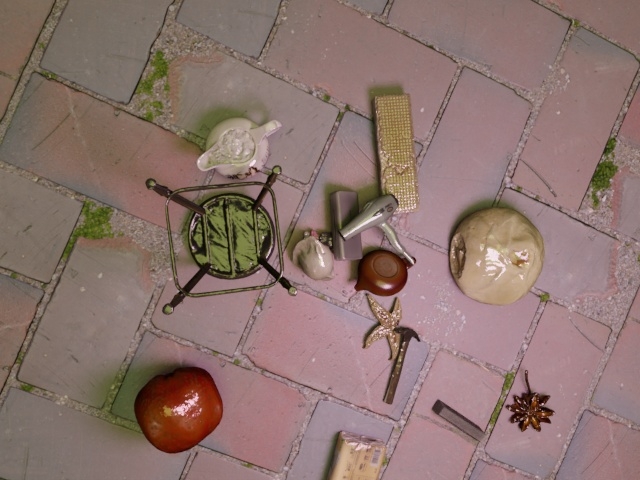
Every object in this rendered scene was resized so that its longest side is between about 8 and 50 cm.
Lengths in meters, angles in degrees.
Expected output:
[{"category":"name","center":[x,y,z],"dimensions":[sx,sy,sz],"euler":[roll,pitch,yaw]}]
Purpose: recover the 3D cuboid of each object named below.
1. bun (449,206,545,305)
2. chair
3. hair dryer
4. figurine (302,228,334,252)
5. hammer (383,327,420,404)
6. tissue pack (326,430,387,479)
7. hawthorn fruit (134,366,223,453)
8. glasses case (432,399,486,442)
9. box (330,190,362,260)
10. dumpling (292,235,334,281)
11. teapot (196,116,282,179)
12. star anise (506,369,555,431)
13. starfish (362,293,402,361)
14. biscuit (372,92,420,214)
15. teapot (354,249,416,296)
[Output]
[{"category":"bun","center":[0.650,0.058,1.685],"dimensions":[0.365,0.202,0.363],"euler":[-1,94,-9]},{"category":"chair","center":[-0.289,-0.011,1.460],"dimensions":[0.362,0.410,0.364],"euler":[-8,93,-7]},{"category":"hair dryer","center":[0.185,-0.008,1.606],"dimensions":[0.229,0.092,0.266],"euler":[-17,92,-11]},{"category":"figurine","center":[0.000,0.000,1.672],"dimensions":[0.129,0.054,0.072],"euler":[11,74,-8]},{"category":"hammer","center":[0.286,0.464,1.732],"dimensions":[0.125,0.027,0.296],"euler":[14,95,-28]},{"category":"tissue pack","center":[0.128,0.822,1.709],"dimensions":[0.187,0.090,0.222],"euler":[14,92,-10]},{"category":"hawthorn fruit","center":[-0.455,0.554,1.544],"dimensions":[0.276,0.275,0.299],"euler":[-21,110,-6]},{"category":"glasses case","center":[0.517,0.676,1.760],"dimensions":[0.205,0.071,0.047],"euler":[35,92,-8]},{"category":"box","center":[0.090,-0.051,1.655],"dimensions":[0.103,0.055,0.243],"euler":[-1,85,-37]},{"category":"dumpling","center":[-0.030,0.069,1.635],"dimensions":[0.155,0.111,0.180],"euler":[-9,98,28]},{"category":"teapot","center":[-0.264,-0.322,1.583],"dimensions":[0.300,0.166,0.208],"euler":[-33,84,5]},{"category":"star anise","center":[0.809,0.619,1.786],"dimensions":[0.178,0.073,0.233],"euler":[20,107,1]},{"category":"starfish","center":[0.228,0.321,1.720],"dimensions":[0.138,0.050,0.247],"euler":[4,91,-7]},{"category":"biscuit","center":[0.266,-0.302,1.682],"dimensions":[0.144,0.078,0.425],"euler":[-7,93,-6]},{"category":"teapot","center":[0.233,0.117,1.683],"dimensions":[0.252,0.135,0.178],"euler":[-19,65,-23]}]
